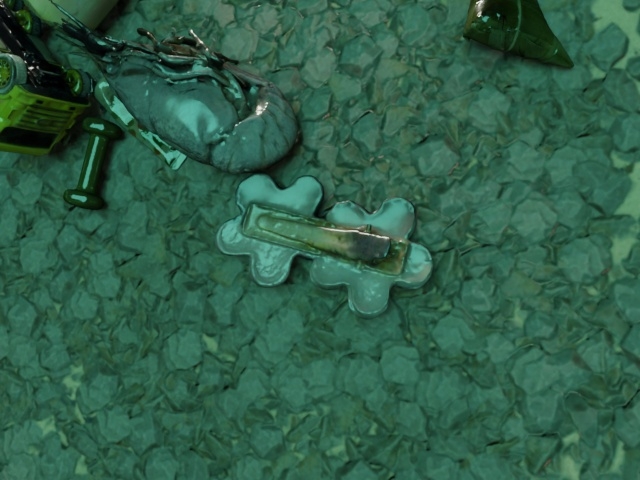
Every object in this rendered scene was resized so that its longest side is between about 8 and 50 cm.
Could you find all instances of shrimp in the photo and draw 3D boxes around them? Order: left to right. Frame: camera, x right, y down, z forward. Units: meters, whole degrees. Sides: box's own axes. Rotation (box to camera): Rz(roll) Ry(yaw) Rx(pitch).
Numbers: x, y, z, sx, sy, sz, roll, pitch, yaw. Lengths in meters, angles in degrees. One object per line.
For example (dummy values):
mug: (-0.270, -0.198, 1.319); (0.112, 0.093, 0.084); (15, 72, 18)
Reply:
shrimp: (-0.180, -0.195, 0.856); (0.343, 0.116, 0.145); (30, 82, 6)

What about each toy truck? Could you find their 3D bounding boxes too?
toy truck: (-0.431, -0.223, 0.926); (0.272, 0.124, 0.157); (49, 113, 20)

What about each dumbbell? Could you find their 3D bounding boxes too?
dumbbell: (-0.294, -0.099, 0.922); (0.052, 0.046, 0.118); (14, 87, 11)

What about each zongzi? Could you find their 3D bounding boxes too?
zongzi: (0.237, -0.276, 0.806); (0.130, 0.062, 0.154); (16, 72, -4)

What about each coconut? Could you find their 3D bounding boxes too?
coconut: (-0.318, -0.337, 0.918); (0.122, 0.116, 0.116); (-46, 75, 12)

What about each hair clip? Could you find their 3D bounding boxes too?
hair clip: (0.002, 0.001, 0.823); (0.256, 0.075, 0.146); (14, 86, 22)

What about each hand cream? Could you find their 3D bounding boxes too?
hand cream: (-0.232, -0.160, 0.922); (0.165, 0.037, 0.057); (38, 95, 9)
